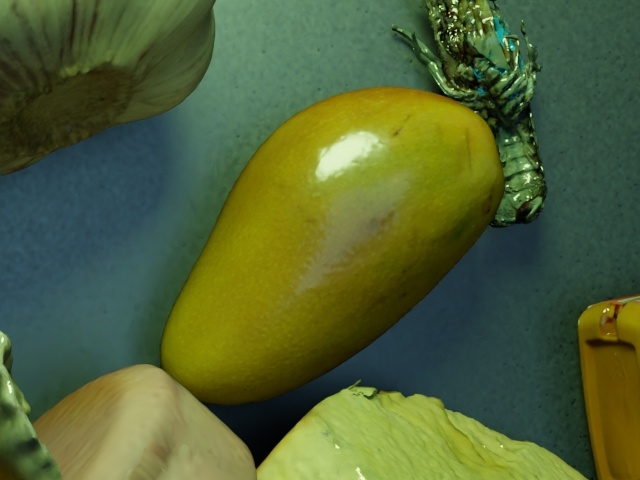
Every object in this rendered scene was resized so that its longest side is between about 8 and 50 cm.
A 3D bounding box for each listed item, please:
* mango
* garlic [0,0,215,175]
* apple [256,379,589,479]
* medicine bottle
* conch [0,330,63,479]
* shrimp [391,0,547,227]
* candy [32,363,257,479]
[{"bbox_3d":[0.000,0.000,1.070,0.253,0.113,0.138,-41,106,-8],"label":"mango"},{"bbox_3d":[-0.192,-0.160,0.970,0.245,0.245,0.253,-25,66,-18],"label":"garlic"},{"bbox_3d":[0.090,0.249,1.031,0.309,0.252,0.314,19,73,-52],"label":"apple"},{"bbox_3d":[0.296,0.098,1.170,0.222,0.112,0.149,-9,92,-19],"label":"medicine bottle"},{"bbox_3d":[-0.266,0.093,0.899,0.352,0.210,0.297,1,97,15],"label":"conch"},{"bbox_3d":[0.104,-0.095,1.142,0.082,0.076,0.174,-14,101,22],"label":"shrimp"},{"bbox_3d":[-0.142,0.181,0.940,0.094,0.255,0.255,44,76,-16],"label":"candy"}]
